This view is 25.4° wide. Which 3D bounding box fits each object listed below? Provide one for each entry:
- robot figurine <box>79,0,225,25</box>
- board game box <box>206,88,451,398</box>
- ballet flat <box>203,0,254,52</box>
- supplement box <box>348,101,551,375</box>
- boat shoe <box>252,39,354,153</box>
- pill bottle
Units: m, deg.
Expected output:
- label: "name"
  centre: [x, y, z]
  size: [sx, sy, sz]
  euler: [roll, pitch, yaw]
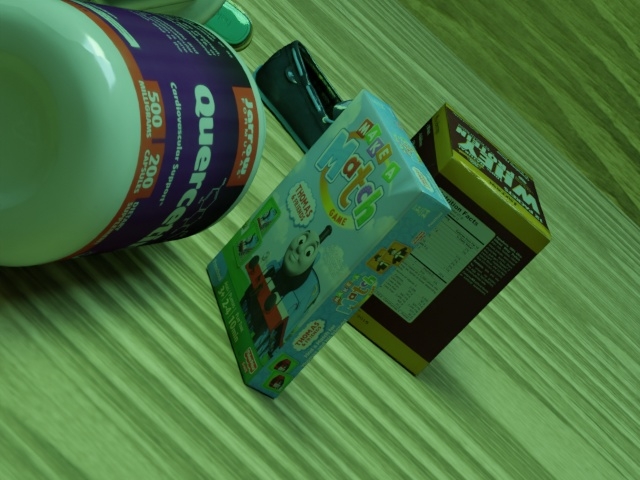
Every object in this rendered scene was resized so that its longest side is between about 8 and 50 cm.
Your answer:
- label: "robot figurine"
  centre: [-0.190, -0.309, 1.431]
  size: [0.353, 0.200, 0.299]
  euler: [-126, -152, -71]
- label: "board game box"
  centre: [0.000, 0.000, 1.146]
  size: [0.039, 0.211, 0.160]
  euler: [31, 20, -33]
- label: "ballet flat"
  centre: [-0.184, -0.311, 1.756]
  size: [0.232, 0.080, 0.073]
  euler: [43, -11, -8]
- label: "supplement box"
  centre: [0.112, -0.006, 1.437]
  size: [0.129, 0.194, 0.191]
  euler: [39, 18, -12]
- label: "boat shoe"
  centre: [0.018, -0.142, 1.730]
  size: [0.258, 0.089, 0.109]
  euler: [47, 18, 12]
- label: "pill bottle"
  centre: [-0.156, -0.083, 1.052]
  size: [0.181, 0.181, 0.323]
  euler: [46, 18, 11]
